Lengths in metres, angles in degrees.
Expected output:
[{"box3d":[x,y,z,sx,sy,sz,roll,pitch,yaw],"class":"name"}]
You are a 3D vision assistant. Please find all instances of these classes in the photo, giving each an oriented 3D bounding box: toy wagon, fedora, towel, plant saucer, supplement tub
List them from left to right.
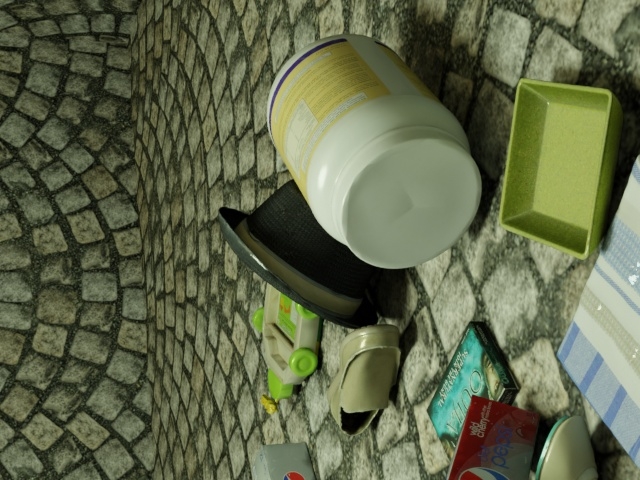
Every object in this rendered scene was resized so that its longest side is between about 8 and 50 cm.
[{"box3d":[-0.068,0.183,2.019,0.267,0.068,0.345,-142,55,-64],"class":"toy wagon"},{"box3d":[0.000,0.000,1.613,0.152,0.334,0.334,-52,33,12],"class":"fedora"},{"box3d":[0.073,-0.134,1.444,0.331,0.241,0.241,-118,36,-52],"class":"supplement tub"},{"box3d":[0.287,-0.088,1.165,0.188,0.045,0.189,-148,62,-65],"class":"plant saucer"},{"box3d":[0.341,0.073,1.040,0.209,0.034,0.285,-117,35,-51],"class":"towel"}]

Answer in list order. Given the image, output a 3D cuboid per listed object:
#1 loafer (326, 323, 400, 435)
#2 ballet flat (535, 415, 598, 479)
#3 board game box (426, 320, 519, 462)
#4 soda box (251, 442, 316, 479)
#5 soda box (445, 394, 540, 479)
[{"box3d":[0.078,0.230,1.618,0.269,0.101,0.092,104,156,-51],"class":"loafer"},{"box3d":[0.281,0.317,1.139,0.086,0.086,0.249,-125,40,-56],"class":"ballet flat"},{"box3d":[0.207,0.221,1.377,0.126,0.026,0.186,-113,32,-46],"class":"board game box"},{"box3d":[-0.051,0.534,1.915,0.091,0.098,0.286,113,149,-41],"class":"soda box"},{"box3d":[0.190,0.290,1.153,0.263,0.092,0.084,-52,-26,-61],"class":"soda box"}]
